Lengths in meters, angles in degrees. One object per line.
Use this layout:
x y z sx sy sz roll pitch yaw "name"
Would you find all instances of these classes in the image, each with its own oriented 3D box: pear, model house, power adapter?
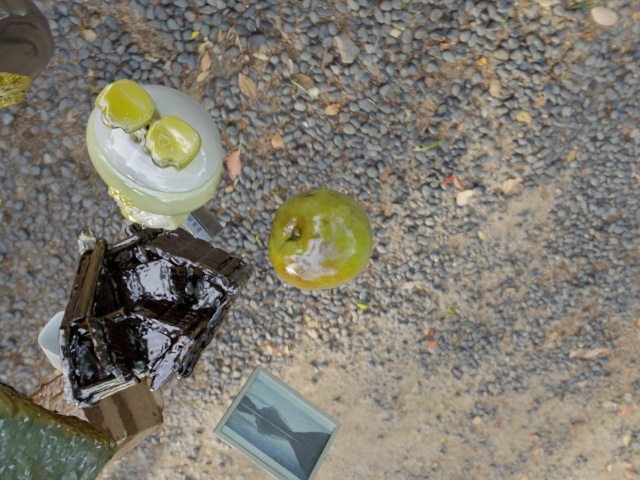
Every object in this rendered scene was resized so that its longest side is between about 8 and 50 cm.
0.000 0.000 0.861 0.200 0.200 0.200 -3 116 -7 "pear"
-0.279 0.098 0.868 0.282 0.317 0.297 -14 96 6 "model house"
-0.678 0.300 1.347 0.187 0.124 0.255 27 146 -2 "power adapter"

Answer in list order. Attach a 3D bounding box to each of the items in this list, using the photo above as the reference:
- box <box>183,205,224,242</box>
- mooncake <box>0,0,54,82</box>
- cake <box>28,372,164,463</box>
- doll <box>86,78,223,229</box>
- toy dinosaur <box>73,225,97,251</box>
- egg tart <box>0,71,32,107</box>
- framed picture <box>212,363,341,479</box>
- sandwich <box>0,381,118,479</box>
-0.399 -0.130 1.314 0.047 0.180 0.325 -39 98 5 "box"
-0.716 -0.437 1.046 0.245 0.245 0.133 -39 92 11 "mooncake"
-0.520 0.414 1.129 0.199 0.293 0.196 -39 71 12 "cake"
-0.190 -0.070 0.536 0.141 0.117 0.296 33 150 -9 "doll"
-0.497 -0.002 1.014 0.037 0.180 0.058 -25 104 -42 "toy dinosaur"
-0.664 -0.313 0.994 0.130 0.130 0.052 -2 126 -8 "egg tart"
-0.075 0.348 0.883 0.203 0.150 0.015 38 146 -3 "framed picture"
-0.331 0.208 0.351 0.099 0.271 0.301 7 141 23 "sandwich"
